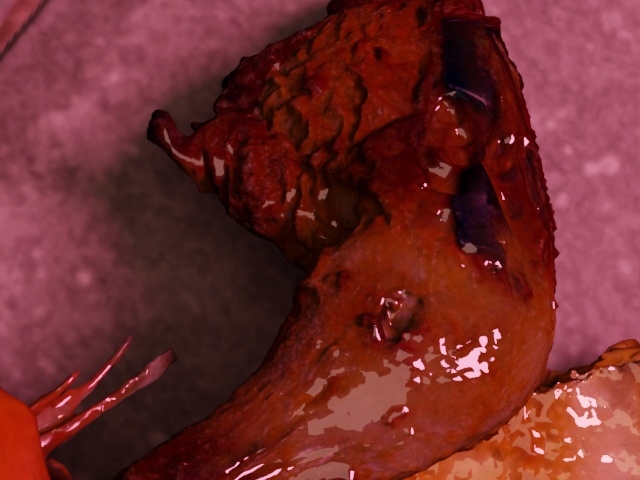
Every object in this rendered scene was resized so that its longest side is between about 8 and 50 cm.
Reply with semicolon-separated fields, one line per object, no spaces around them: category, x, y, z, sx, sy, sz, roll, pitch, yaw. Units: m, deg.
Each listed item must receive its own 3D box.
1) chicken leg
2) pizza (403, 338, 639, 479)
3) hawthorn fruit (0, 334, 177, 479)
chicken leg;0.012;0.004;0.613;0.177;0.083;0.322;7;53;-4
pizza;0.068;0.180;0.659;0.288;0.074;0.251;-11;87;-3
hawthorn fruit;-0.173;0.124;0.559;0.299;0.211;0.211;-33;90;-17
